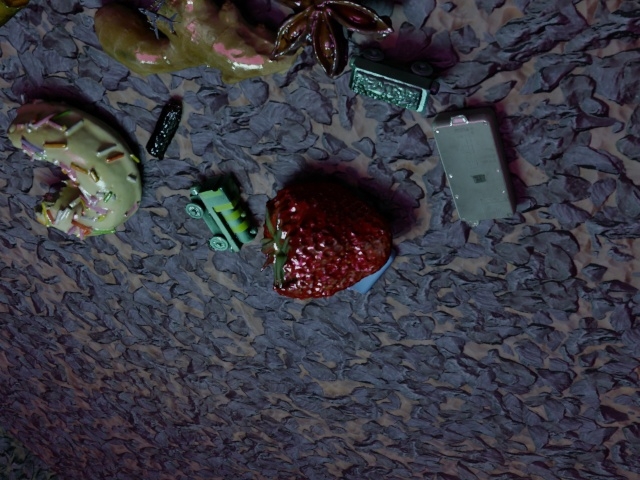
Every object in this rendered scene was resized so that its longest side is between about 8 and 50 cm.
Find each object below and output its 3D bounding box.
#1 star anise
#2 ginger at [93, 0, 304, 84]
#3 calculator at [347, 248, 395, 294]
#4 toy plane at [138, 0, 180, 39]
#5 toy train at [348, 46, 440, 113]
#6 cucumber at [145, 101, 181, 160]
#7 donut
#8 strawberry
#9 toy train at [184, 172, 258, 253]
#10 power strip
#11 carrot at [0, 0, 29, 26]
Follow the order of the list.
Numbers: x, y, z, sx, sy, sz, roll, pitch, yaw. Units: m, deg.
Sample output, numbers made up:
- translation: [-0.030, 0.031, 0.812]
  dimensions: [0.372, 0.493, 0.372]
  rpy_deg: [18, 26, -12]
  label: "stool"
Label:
- translation: [0.026, -0.391, 1.264]
  dimensions: [0.220, 0.099, 0.214]
  rpy_deg: [9, 119, 13]
  label: "star anise"
- translation: [-0.246, -0.389, 1.390]
  dimensions: [0.348, 0.122, 0.363]
  rpy_deg: [46, 124, -10]
  label: "ginger"
- translation: [0.093, 0.052, 1.729]
  dimensions: [0.121, 0.039, 0.210]
  rpy_deg: [28, 137, -5]
  label: "calculator"
- translation: [-0.295, -0.405, 1.322]
  dimensions: [0.085, 0.024, 0.077]
  rpy_deg: [21, 112, 9]
  label: "toy plane"
- translation: [0.128, -0.290, 1.325]
  dimensions: [0.172, 0.099, 0.070]
  rpy_deg: [19, 137, 8]
  label: "toy train"
- translation: [-0.347, -0.245, 1.635]
  dimensions: [0.053, 0.053, 0.181]
  rpy_deg: [32, 135, -8]
  label: "cucumber"
- translation: [-0.582, -0.152, 1.761]
  dimensions: [0.308, 0.150, 0.371]
  rpy_deg: [15, 136, 11]
  label: "donut"
- translation: [0.001, 0.003, 1.602]
  dimensions: [0.258, 0.261, 0.261]
  rpy_deg: [-8, 142, -21]
  label: "strawberry"
- translation: [-0.228, -0.058, 1.741]
  dimensions: [0.132, 0.083, 0.200]
  rpy_deg: [-10, 128, 29]
  label: "toy train"
- translation: [0.303, -0.141, 1.430]
  dimensions: [0.118, 0.046, 0.270]
  rpy_deg: [-5, 129, 26]
  label: "power strip"
- translation: [-0.676, -0.488, 1.521]
  dimensions: [0.173, 0.082, 0.082]
  rpy_deg: [-16, 124, 40]
  label: "carrot"
